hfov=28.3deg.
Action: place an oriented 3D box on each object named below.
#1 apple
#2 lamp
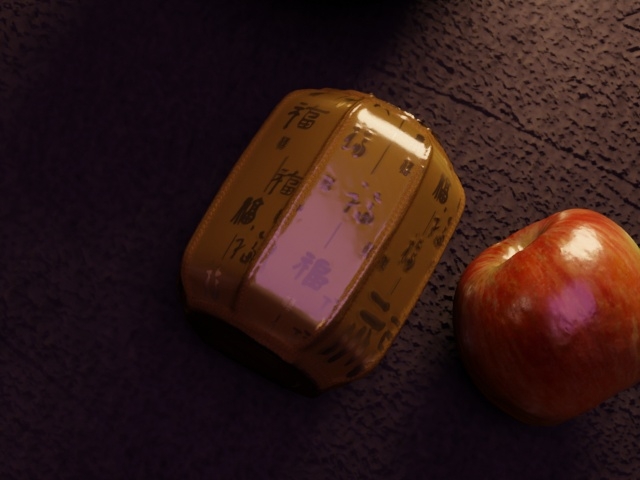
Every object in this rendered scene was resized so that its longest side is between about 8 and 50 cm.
[{"bbox_3d":[0.164,0.056,0.876,0.146,0.146,0.131,-31,95,-15],"label":"apple"},{"bbox_3d":[0.000,0.000,0.849,0.161,0.161,0.185,33,72,-3],"label":"lamp"}]
